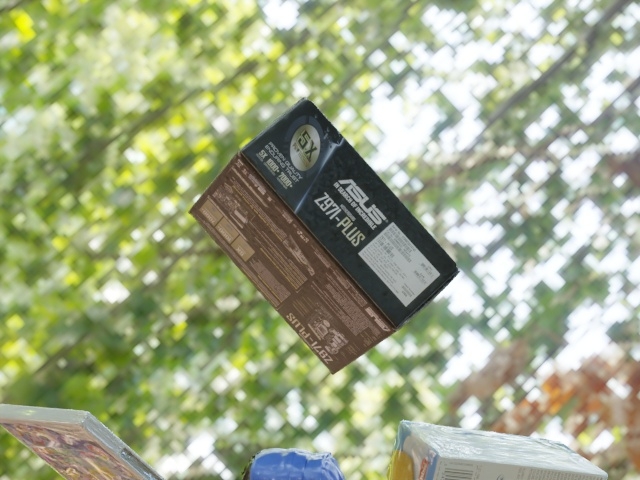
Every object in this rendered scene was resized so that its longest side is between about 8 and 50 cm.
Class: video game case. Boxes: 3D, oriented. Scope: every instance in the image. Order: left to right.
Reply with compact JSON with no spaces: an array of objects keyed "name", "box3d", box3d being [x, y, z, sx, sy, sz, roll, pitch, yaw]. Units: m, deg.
[{"name":"video game case","box3d":[-0.122,0.133,0.995,0.087,0.011,0.122,-1,-39,46]}]

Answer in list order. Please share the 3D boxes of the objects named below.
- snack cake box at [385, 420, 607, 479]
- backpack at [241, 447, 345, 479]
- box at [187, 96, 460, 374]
[{"name":"snack cake box","box3d":[0.117,0.288,1.391,0.152,0.264,0.089,10,9,-22]},{"name":"backpack","box3d":[-0.012,0.209,1.247,0.098,0.101,0.120,22,67,-87]},{"name":"box","box3d":[0.000,0.000,1.348,0.180,0.077,0.147,48,-26,1]}]
